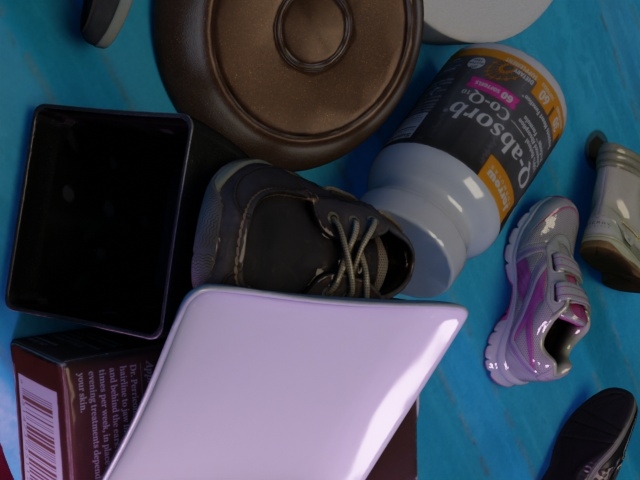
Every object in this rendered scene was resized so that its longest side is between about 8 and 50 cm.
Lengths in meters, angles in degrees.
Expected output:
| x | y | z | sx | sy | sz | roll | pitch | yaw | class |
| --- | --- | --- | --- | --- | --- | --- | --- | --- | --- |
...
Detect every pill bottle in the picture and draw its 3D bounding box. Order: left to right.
| x | y | z | sx | sy | sz | roll | pitch | yaw | class |
| --- | --- | --- | --- | --- | --- | --- | --- | --- | --- |
| 0.149 | -0.078 | 1.368 | 0.278 | 0.162 | 0.162 | -54 | 126 | -33 | pill bottle |

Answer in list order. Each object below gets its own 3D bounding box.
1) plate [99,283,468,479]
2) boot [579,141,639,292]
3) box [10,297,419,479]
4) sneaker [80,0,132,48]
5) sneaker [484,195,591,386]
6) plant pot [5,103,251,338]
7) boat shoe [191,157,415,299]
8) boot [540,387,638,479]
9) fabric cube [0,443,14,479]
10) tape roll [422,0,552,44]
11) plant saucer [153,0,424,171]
| x | y | z | sx | sy | sz | roll | pitch | yaw | class |
| --- | --- | --- | --- | --- | --- | --- | --- | --- | --- |
| -0.045 | 0.142 | 1.052 | 0.277 | 0.045 | 0.278 | 5 | 125 | -36 | plate |
| 0.417 | -0.025 | 1.685 | 0.213 | 0.077 | 0.165 | 35 | 60 | -52 | boot |
| -0.092 | 0.165 | 1.194 | 0.381 | 0.143 | 0.191 | -6 | 98 | -32 | box |
| -0.222 | -0.289 | 1.108 | 0.118 | 0.083 | 0.222 | 6 | 97 | -24 | sneaker |
| 0.296 | 0.069 | 1.566 | 0.103 | 0.111 | 0.252 | 14 | 85 | -41 | sneaker |
| -0.150 | -0.014 | 1.130 | 0.167 | 0.187 | 0.188 | 9 | 89 | -57 | plant pot |
| 0.000 | 0.000 | 1.109 | 0.355 | 0.130 | 0.132 | -3 | 101 | -70 | boat shoe |
| 0.387 | 0.335 | 1.696 | 0.178 | 0.085 | 0.236 | 42 | 74 | -38 | boot |
| -0.365 | 0.256 | 0.861 | 0.254 | 0.258 | 0.259 | -50 | 127 | 3 | fabric cube |
| 0.158 | -0.420 | 1.417 | 0.392 | 0.072 | 0.392 | -5 | 98 | -40 | tape roll |
| -0.016 | -0.217 | 1.254 | 0.310 | 0.050 | 0.310 | -8 | 108 | -26 | plant saucer |
